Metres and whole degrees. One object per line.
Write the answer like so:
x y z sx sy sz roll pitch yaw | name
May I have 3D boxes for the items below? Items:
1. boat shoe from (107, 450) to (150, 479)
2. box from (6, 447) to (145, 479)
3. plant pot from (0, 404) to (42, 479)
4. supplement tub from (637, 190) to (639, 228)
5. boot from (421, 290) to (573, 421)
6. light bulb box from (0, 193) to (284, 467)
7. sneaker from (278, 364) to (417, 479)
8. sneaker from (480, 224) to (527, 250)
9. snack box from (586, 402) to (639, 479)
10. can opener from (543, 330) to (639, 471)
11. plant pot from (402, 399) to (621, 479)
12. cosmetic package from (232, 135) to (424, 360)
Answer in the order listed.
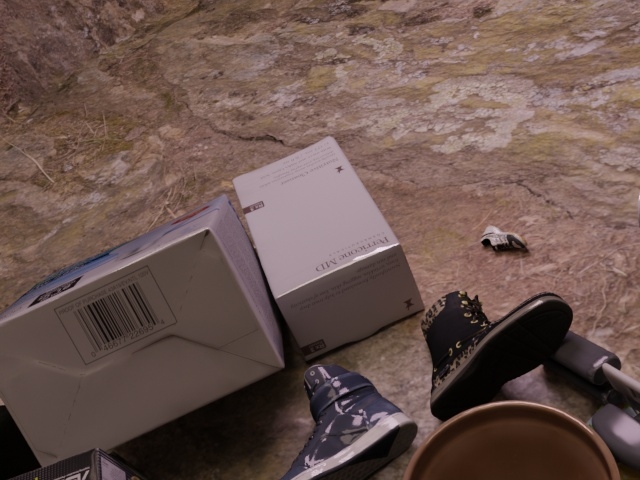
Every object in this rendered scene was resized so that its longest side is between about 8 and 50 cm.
-0.287 0.346 1.090 0.081 0.079 0.227 -55 4 -17 | boat shoe
-0.300 0.362 0.973 0.216 0.270 0.060 -21 51 5 | box
-0.531 0.356 1.210 0.188 0.187 0.167 -9 26 21 | plant pot
0.531 -0.047 1.166 0.107 0.071 0.071 2 44 31 | supplement tub
0.223 0.115 1.072 0.236 0.085 0.178 -50 23 26 | boot
-0.260 0.117 1.194 0.358 0.225 0.361 -25 11 0 | light bulb box
-0.007 0.264 1.067 0.226 0.086 0.163 -28 46 -21 | sneaker
0.297 0.004 1.281 0.083 0.032 0.037 20 69 51 | sneaker
0.373 0.249 0.915 0.100 0.037 0.141 -39 36 -22 | snack box
0.328 0.171 0.950 0.093 0.074 0.280 -34 20 -3 | can opener
0.217 0.305 0.878 0.237 0.109 0.237 -17 36 13 | plant pot
0.000 0.000 1.350 0.217 0.156 0.385 -25 35 -3 | cosmetic package
